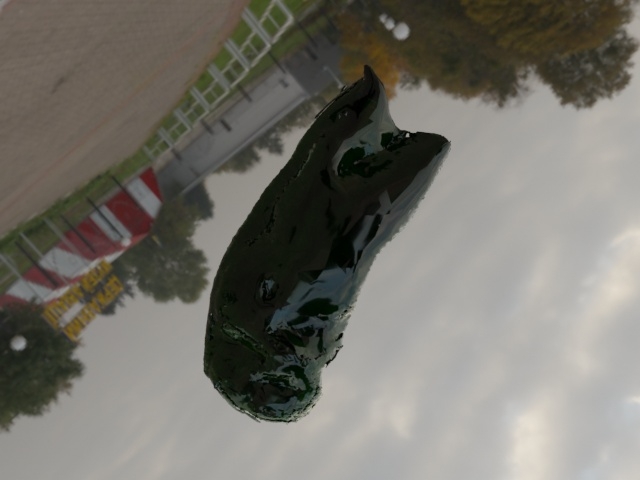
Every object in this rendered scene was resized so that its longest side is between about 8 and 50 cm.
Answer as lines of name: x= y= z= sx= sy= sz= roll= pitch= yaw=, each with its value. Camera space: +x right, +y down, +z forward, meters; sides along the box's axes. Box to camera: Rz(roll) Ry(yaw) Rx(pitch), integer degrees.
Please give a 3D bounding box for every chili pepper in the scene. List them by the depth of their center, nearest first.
chili pepper: x=0.000 y=0.000 z=0.440 sx=0.061 sy=0.098 sz=0.224 roll=78 pitch=38 yaw=-86
